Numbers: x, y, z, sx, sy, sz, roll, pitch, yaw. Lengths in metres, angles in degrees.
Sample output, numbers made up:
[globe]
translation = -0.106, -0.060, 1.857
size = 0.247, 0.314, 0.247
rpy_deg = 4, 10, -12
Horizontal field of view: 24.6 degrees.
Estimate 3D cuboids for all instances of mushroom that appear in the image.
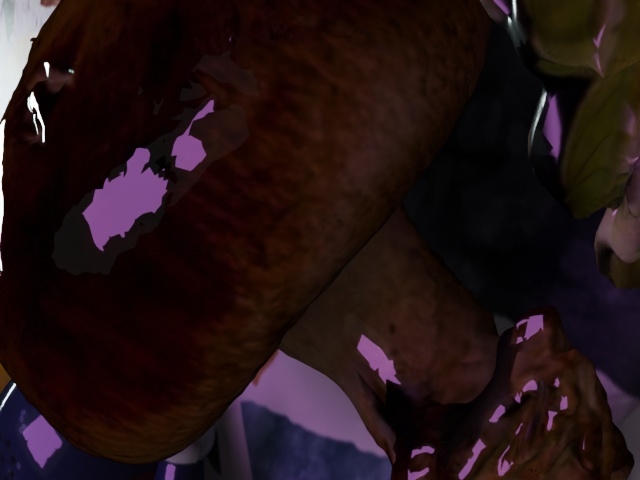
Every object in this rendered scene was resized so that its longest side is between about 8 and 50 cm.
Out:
[mushroom]
translation = 0.001, -0.020, 0.779
size = 0.334, 0.356, 0.331
rpy_deg = -77, 3, -66

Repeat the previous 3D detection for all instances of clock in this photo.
[clock]
translation = -0.127, 0.172, 0.986
size = 0.243, 0.147, 0.199
rpy_deg = 53, 134, 31

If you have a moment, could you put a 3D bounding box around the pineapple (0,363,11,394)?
[pineapple]
translation = -0.234, 0.039, 1.124
size = 0.186, 0.115, 0.236
rpy_deg = 173, 97, -70

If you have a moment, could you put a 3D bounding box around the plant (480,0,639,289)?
[plant]
translation = 0.174, -0.094, 0.492
size = 0.297, 0.306, 0.261
rpy_deg = 33, 88, 20
